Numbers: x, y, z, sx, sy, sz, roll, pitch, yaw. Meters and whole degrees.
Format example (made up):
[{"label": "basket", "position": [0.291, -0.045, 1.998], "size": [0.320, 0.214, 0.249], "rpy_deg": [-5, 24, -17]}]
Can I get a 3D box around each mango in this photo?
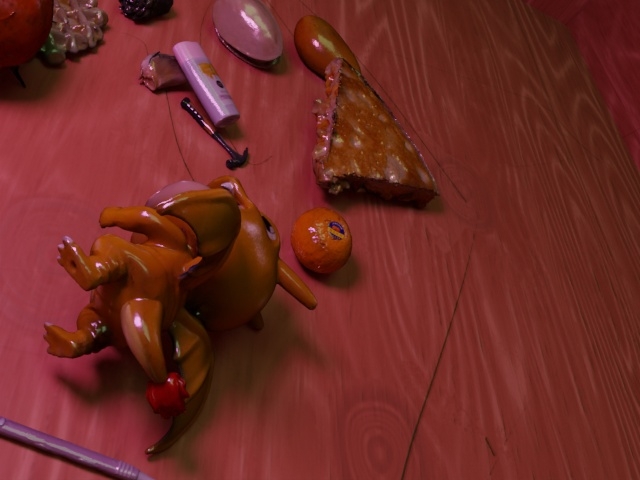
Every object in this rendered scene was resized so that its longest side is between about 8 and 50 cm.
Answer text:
[{"label": "mango", "position": [0.018, -0.508, 1.911], "size": [0.253, 0.113, 0.138], "rpy_deg": [51, 37, 4]}]

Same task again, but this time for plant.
[{"label": "plant", "position": [-0.420, -0.574, 1.661], "size": [0.094, 0.092, 0.143], "rpy_deg": [50, 32, 3]}]

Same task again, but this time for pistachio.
[{"label": "pistachio", "position": [-0.182, -0.541, 1.785], "size": [0.223, 0.126, 0.152], "rpy_deg": [46, 74, 2]}]

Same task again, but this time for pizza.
[{"label": "pizza", "position": [0.074, -0.220, 1.670], "size": [0.440, 0.130, 0.406], "rpy_deg": [53, 41, 2]}]

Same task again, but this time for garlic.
[{"label": "garlic", "position": [-0.342, -0.376, 1.557], "size": [0.152, 0.066, 0.084], "rpy_deg": [-21, 95, -44]}]

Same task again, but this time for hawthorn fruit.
[{"label": "hawthorn fruit", "position": [-0.580, -0.402, 1.242], "size": [0.254, 0.300, 0.254], "rpy_deg": [-8, 42, 8]}]

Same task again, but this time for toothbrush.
[{"label": "toothbrush", "position": [-0.285, 0.310, 0.966], "size": [0.354, 0.029, 0.024], "rpy_deg": [26, 28, -14]}]

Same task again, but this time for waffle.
[{"label": "waffle", "position": [-0.612, -0.495, 1.465], "size": [0.309, 0.056, 0.292], "rpy_deg": [34, 39, -7]}]

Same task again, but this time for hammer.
[{"label": "hammer", "position": [-0.234, -0.240, 1.534], "size": [0.201, 0.021, 0.078], "rpy_deg": [48, 40, 9]}]

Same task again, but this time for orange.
[{"label": "orange", "position": [0.001, 0.002, 1.411], "size": [0.135, 0.117, 0.136], "rpy_deg": [13, 60, -24]}]

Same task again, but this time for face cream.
[{"label": "face cream", "position": [-0.248, -0.343, 1.528], "size": [0.198, 0.057, 0.084], "rpy_deg": [60, 30, 6]}]

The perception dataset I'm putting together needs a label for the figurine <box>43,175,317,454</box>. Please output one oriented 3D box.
[{"label": "figurine", "position": [-0.210, 0.082, 1.076], "size": [0.268, 0.401, 0.387], "rpy_deg": [13, 21, 30]}]
